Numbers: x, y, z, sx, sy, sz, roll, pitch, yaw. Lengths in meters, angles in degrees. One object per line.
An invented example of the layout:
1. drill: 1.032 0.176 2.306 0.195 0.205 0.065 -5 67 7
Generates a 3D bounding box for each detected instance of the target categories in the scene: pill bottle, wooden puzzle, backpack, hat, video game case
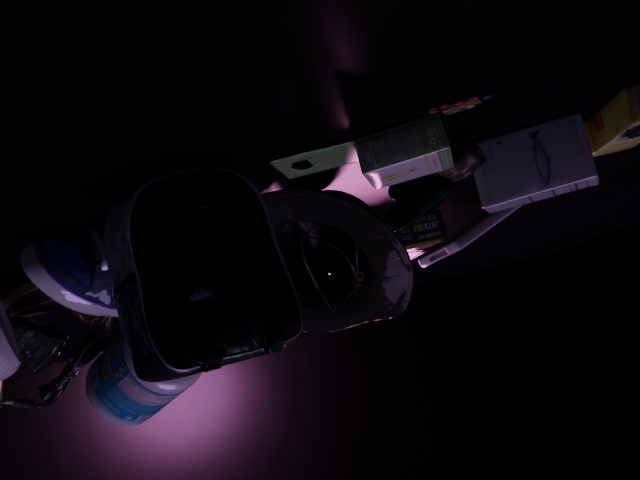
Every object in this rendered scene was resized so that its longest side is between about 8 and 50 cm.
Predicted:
1. pill bottle: -0.294 0.215 2.016 0.146 0.146 0.264 -8 158 -39
2. wooden puzzle: 0.179 -0.173 1.485 0.083 0.006 0.049 -16 172 14
3. backpack: -0.162 0.039 1.495 0.225 0.253 0.191 -14 178 -31
4. hat: 0.000 0.000 1.867 0.331 0.331 0.134 -19 -145 35
5. video game case: 0.332 -0.029 2.474 0.227 0.026 0.206 -34 180 -21

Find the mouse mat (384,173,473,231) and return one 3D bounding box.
1. mouse mat: 0.166 -0.073 1.804 0.153 0.007 0.189 -37 -170 4

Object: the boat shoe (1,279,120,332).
1. boat shoe: -0.382 0.101 2.023 0.342 0.123 0.123 -14 172 1

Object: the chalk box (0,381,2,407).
1. chalk box: -0.652 0.198 1.920 0.180 0.179 0.289 -2 174 2

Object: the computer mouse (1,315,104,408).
1. computer mouse: -0.514 0.207 2.003 0.184 0.060 0.262 -50 148 14

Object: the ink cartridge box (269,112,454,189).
1. ink cartridge box: 0.062 -0.105 1.603 0.235 0.056 0.171 -17 173 6

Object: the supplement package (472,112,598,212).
1. supplement package: 0.330 -0.117 1.800 0.179 0.105 0.105 -16 172 13

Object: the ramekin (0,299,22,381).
1. ramekin: -0.512 0.122 1.675 0.109 0.207 0.207 -23 174 -10

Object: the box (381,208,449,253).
1. box: 0.074 0.022 2.476 0.322 0.079 0.257 -11 174 -20

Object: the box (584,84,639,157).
1. box: 0.465 -0.181 1.762 0.087 0.058 0.232 -13 173 -5

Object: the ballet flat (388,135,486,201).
1. ballet flat: 0.167 -0.111 1.775 0.084 0.058 0.250 -41 -171 -21

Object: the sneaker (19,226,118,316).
1. sneaker: -0.248 0.005 1.712 0.323 0.130 0.236 25 118 -42
